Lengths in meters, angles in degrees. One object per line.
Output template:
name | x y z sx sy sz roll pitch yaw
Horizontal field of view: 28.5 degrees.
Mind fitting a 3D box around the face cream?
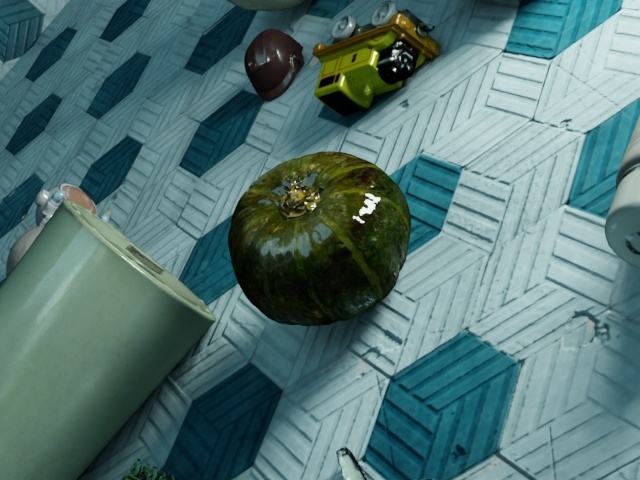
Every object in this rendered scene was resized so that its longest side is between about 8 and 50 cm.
face cream | 0.341 -0.104 1.172 0.143 0.089 0.314 -19 31 44

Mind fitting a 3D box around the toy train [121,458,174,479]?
toy train | -0.206 0.291 1.485 0.083 0.033 0.053 6 64 57

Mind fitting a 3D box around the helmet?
helmet | -0.081 -0.288 2.006 0.098 0.070 0.123 -30 32 29

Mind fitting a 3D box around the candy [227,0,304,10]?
candy | -0.063 -0.500 2.132 0.295 0.185 0.295 -19 37 15

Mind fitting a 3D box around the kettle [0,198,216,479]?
kettle | -0.351 0.165 1.673 0.377 0.250 0.361 -52 7 -2

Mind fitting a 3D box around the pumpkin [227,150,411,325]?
pumpkin | 0.000 0.000 1.436 0.223 0.157 0.224 -19 38 16

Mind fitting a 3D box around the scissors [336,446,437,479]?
scissors | 0.042 0.255 1.195 0.133 0.020 0.187 -48 29 -6

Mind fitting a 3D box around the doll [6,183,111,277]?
doll | -0.426 0.002 2.055 0.151 0.151 0.287 -38 25 18

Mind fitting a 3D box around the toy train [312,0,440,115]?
toy train | 0.071 -0.247 1.727 0.219 0.089 0.127 -11 55 48
